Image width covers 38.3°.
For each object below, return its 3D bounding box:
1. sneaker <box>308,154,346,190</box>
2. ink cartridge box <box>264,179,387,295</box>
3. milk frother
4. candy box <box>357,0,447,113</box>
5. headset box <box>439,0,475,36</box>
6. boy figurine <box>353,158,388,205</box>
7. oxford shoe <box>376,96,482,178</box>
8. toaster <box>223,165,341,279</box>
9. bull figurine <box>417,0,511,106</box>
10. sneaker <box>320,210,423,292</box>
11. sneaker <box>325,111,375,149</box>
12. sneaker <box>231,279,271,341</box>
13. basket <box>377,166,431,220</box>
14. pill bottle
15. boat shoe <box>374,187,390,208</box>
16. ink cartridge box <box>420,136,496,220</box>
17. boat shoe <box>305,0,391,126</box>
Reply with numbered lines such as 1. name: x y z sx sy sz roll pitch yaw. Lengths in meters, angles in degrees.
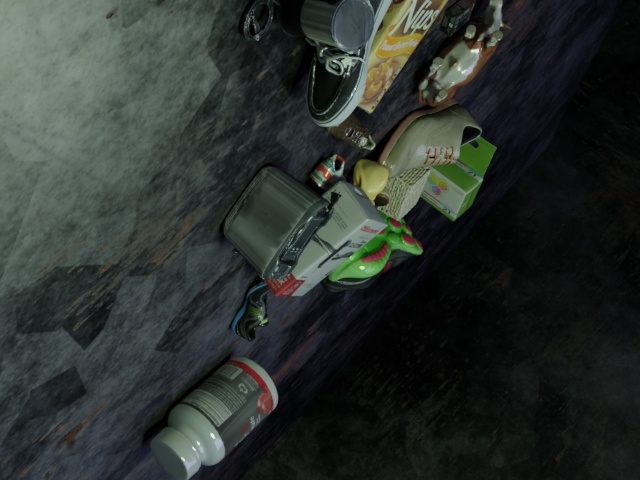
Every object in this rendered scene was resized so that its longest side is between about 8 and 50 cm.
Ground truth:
1. sneaker: 0.035 -0.151 2.053 0.075 0.057 0.161 -50 163 15
2. ink cartridge box: 0.000 0.000 2.076 0.273 0.114 0.197 -41 167 11
3. milk frother: -0.023 -0.323 1.357 0.143 0.134 0.129 -52 134 -10
4. candy box: 0.126 -0.399 1.701 0.316 0.087 0.183 -55 163 11
5. headset box: 0.313 -0.511 2.091 0.083 0.032 0.062 -44 163 -30
6. boy figurine: 0.063 -0.071 2.250 0.177 0.092 0.285 2 124 -55
7. oxford shoe: 0.283 -0.251 2.371 0.397 0.146 0.140 -39 161 -38
8. toaster: -0.082 -0.043 1.795 0.227 0.146 0.129 -54 165 10
9. bull figurine: 0.342 -0.440 2.168 0.310 0.101 0.188 -51 177 8
10. sneaker: 0.133 0.031 2.606 0.202 0.185 0.482 -39 168 28
11. sneaker: 0.072 -0.232 1.951 0.066 0.071 0.188 -55 165 11
12. sneaker: -0.147 0.164 2.200 0.067 0.078 0.188 -28 152 -56
13. basket: 0.214 -0.149 2.484 0.113 0.103 0.167 -43 161 -33
14. pill bottle: -0.268 0.446 2.304 0.318 0.176 0.176 -39 160 -38
15. boat shoe: 0.142 -0.129 2.374 0.190 0.068 0.072 165 -53 -78
16. ink cartridge box: 0.368 -0.210 2.637 0.097 0.188 0.255 -40 159 -32
17. boat shoe: 0.034 -0.331 1.553 0.105 0.113 0.306 -17 140 -53
